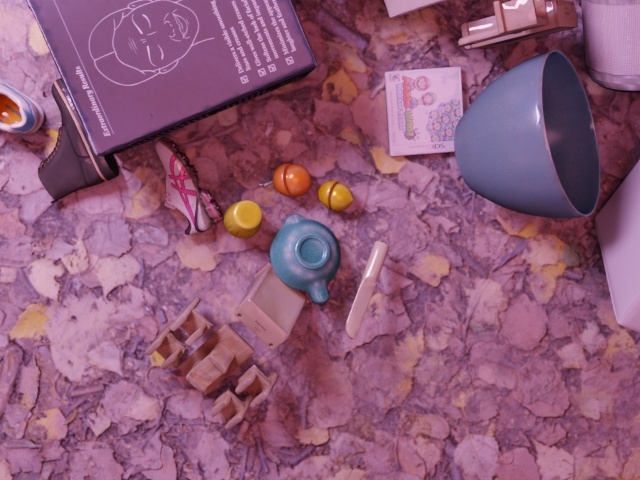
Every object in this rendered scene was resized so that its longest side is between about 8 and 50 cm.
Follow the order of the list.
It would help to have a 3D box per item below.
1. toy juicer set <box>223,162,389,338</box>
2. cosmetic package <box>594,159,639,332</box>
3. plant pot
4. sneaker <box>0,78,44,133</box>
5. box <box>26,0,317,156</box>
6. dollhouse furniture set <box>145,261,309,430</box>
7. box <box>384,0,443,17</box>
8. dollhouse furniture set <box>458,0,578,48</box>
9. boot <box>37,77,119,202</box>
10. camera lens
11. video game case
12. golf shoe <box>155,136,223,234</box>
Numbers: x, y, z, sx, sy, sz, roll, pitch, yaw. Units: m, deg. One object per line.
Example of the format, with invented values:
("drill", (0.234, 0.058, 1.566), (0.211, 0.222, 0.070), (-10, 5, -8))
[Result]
("toy juicer set", (0.000, 0.000, 1.644), (0.329, 0.089, 0.209), (44, 73, -4))
("cosmetic package", (0.725, -0.030, 1.494), (0.330, 0.327, 0.393), (23, 124, -7))
("plant pot", (0.353, -0.169, 1.573), (0.195, 0.290, 0.290), (-11, 99, 33))
("sneaker", (-0.600, -0.261, 1.556), (0.229, 0.092, 0.087), (25, 95, -5))
("box", (-0.245, -0.350, 1.514), (0.396, 0.212, 0.293), (-22, 98, -2))
("dollhouse furniture set", (-0.153, 0.179, 1.640), (0.212, 0.161, 0.242), (45, 113, -7))
("box", (0.139, -0.554, 1.505), (0.121, 0.148, 0.311), (-12, 109, 27))
("dollhouse furniture set", (0.311, -0.524, 1.536), (0.174, 0.303, 0.355), (-8, 97, 34))
("boot", (-0.467, -0.176, 1.590), (0.137, 0.077, 0.197), (-25, 93, 7))
("camera lens", (0.565, -0.407, 1.537), (0.219, 0.219, 0.274), (-14, 117, -3))
("video game case", (0.195, -0.240, 1.656), (0.143, 0.019, 0.157), (-5, 96, -4))
("golf shoe", (-0.255, -0.097, 1.613), (0.086, 0.067, 0.186), (-30, 98, 1))
